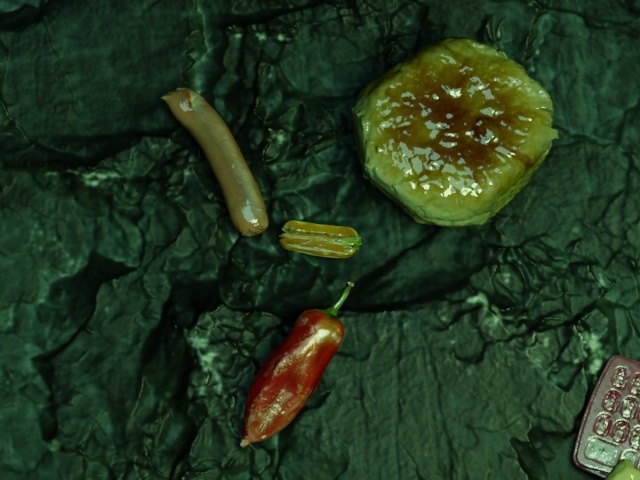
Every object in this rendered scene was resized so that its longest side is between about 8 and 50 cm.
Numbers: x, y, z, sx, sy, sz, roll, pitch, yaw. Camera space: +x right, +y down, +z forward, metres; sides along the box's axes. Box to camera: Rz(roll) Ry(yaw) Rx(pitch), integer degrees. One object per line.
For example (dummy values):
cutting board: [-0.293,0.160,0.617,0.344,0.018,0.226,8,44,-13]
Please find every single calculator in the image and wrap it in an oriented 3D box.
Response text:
calculator: [0.347,0.195,1.622,0.190,0.034,0.126,21,74,12]

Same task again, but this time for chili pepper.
chili pepper: [-0.022,0.121,1.635,0.059,0.050,0.191,37,85,-28]

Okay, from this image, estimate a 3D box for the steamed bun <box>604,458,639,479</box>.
steamed bun: [0.323,0.342,1.523,0.295,0.137,0.292,18,77,14]

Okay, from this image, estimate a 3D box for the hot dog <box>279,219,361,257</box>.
hot dog: [0.000,0.000,1.691,0.083,0.021,0.037,11,62,4]

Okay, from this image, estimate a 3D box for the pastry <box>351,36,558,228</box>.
pastry: [0.130,-0.109,1.687,0.182,0.093,0.192,44,76,10]

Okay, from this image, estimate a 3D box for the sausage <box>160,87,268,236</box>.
sausage: [-0.102,-0.081,1.706,0.047,0.040,0.176,-28,74,-2]
